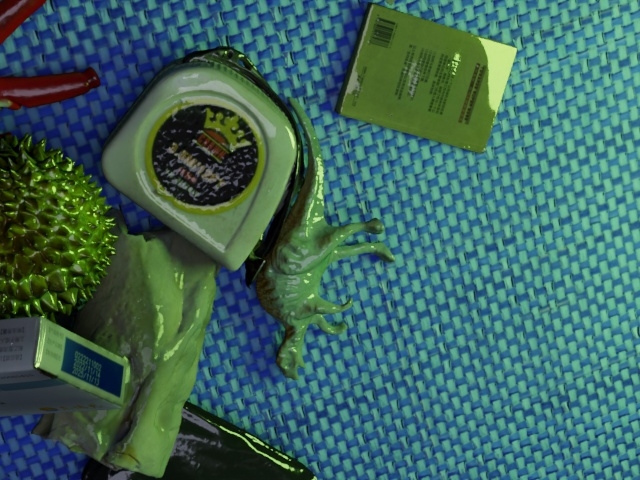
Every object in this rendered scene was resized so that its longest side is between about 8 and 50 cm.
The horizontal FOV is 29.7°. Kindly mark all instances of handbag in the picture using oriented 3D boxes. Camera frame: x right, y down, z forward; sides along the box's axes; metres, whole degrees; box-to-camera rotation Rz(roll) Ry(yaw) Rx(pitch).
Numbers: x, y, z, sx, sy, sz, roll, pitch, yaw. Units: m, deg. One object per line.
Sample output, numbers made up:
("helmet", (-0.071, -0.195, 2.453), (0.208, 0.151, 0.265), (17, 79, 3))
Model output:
("handbag", (-0.173, 0.339, 1.703), (0.332, 0.075, 0.192), (34, 89, -18))

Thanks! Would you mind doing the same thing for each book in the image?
("book", (0.148, -0.224, 1.674), (0.230, 0.026, 0.161), (14, 101, -19))

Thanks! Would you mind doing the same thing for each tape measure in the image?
("tape measure", (-0.122, -0.110, 1.567), (0.271, 0.133, 0.231), (39, 101, -14))

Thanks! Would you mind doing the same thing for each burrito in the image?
("burrito", (-0.240, 0.131, 1.570), (0.190, 0.135, 0.332), (17, 83, -13))

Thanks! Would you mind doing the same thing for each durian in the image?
("durian", (-0.368, 0.003, 1.458), (0.224, 0.291, 0.291), (43, 90, -16))

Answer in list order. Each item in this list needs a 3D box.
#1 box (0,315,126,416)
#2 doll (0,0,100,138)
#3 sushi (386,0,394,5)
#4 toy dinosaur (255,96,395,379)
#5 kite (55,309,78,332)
("box", (-0.429, 0.160, 1.439), (0.343, 0.200, 0.065), (-6, 68, 19))
("doll", (-0.470, -0.179, 1.470), (0.384, 0.099, 0.188), (-25, 109, -16))
("sushi", (0.071, -0.529, 1.545), (0.339, 0.069, 0.320), (35, 92, -22))
("toy dinosaur", (0.000, 0.000, 1.663), (0.205, 0.092, 0.393), (-14, 111, -8))
("kite", (-0.306, 0.096, 1.630), (0.245, 0.015, 0.141), (7, 102, -16))
